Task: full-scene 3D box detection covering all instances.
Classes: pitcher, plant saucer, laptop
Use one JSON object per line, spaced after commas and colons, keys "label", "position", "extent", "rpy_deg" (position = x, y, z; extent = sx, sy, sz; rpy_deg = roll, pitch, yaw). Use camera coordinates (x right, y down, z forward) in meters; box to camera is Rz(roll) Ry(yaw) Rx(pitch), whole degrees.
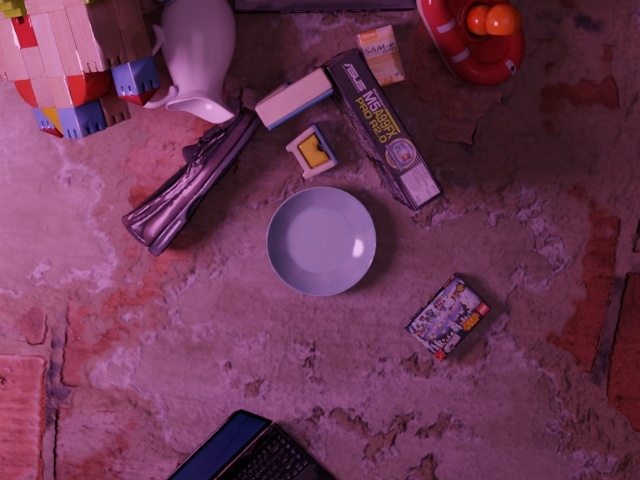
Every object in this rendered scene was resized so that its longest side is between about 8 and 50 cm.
{"label": "pitcher", "position": [-0.223, -0.306, 1.623], "extent": [0.177, 0.125, 0.207], "rpy_deg": [4, 80, -31]}
{"label": "plant saucer", "position": [0.000, 0.000, 1.761], "extent": [0.194, 0.037, 0.195], "rpy_deg": [-1, 99, -7]}
{"label": "laptop", "position": [-0.136, 0.443, 1.763], "extent": [0.234, 0.136, 0.264], "rpy_deg": [-44, 100, 2]}

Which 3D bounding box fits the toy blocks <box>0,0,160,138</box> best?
{"label": "toy blocks", "position": [-0.387, -0.278, 1.543], "extent": [0.190, 0.381, 0.261], "rpy_deg": [-31, 115, -43]}

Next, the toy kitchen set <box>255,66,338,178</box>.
{"label": "toy kitchen set", "position": [-0.011, -0.186, 1.641], "extent": [0.122, 0.207, 0.166], "rpy_deg": [-31, 101, 4]}

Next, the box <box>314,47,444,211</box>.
{"label": "box", "position": [0.092, -0.185, 1.652], "extent": [0.060, 0.216, 0.270], "rpy_deg": [-32, 99, 0]}

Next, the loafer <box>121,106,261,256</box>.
{"label": "loafer", "position": [-0.219, -0.113, 1.690], "extent": [0.095, 0.109, 0.302], "rpy_deg": [38, 96, -6]}

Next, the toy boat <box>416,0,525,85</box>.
{"label": "toy boat", "position": [0.273, -0.362, 1.653], "extent": [0.151, 0.151, 0.231], "rpy_deg": [-43, 123, -14]}

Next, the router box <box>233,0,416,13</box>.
{"label": "router box", "position": [0.004, -0.504, 1.663], "extent": [0.308, 0.081, 0.243], "rpy_deg": [-3, 99, -5]}

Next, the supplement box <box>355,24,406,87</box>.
{"label": "supplement box", "position": [0.104, -0.315, 1.724], "extent": [0.062, 0.036, 0.099], "rpy_deg": [-17, 100, -4]}

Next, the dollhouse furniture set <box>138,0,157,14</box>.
{"label": "dollhouse furniture set", "position": [-0.356, -0.461, 1.649], "extent": [0.160, 0.101, 0.182], "rpy_deg": [-6, 118, 28]}

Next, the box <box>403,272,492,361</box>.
{"label": "box", "position": [0.230, 0.139, 1.810], "extent": [0.094, 0.027, 0.137], "rpy_deg": [42, 92, -11]}

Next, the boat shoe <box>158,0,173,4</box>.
{"label": "boat shoe", "position": [-0.235, -0.474, 1.609], "extent": [0.083, 0.065, 0.183], "rpy_deg": [44, 57, -38]}
